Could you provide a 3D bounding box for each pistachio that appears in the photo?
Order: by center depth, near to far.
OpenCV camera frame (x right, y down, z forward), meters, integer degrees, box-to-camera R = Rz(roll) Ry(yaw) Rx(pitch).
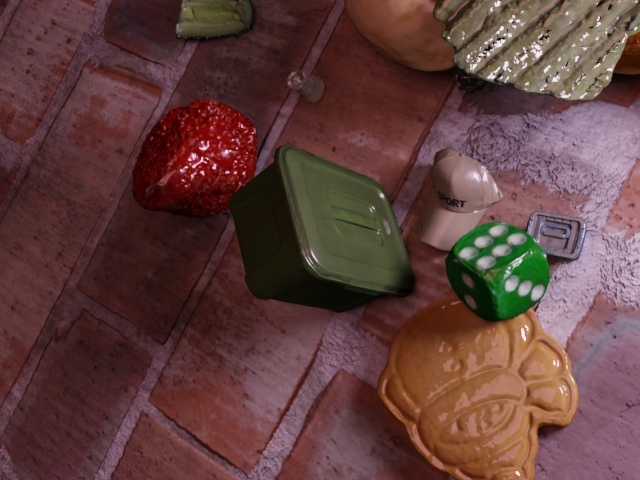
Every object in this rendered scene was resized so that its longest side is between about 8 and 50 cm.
[{"bbox_3d":[0.185,-0.445,1.582,0.321,0.229,0.237,33,126,39],"label":"pistachio"}]

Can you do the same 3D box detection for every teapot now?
[{"bbox_3d":[-0.037,-0.322,1.740,0.067,0.083,0.057,16,89,28],"label":"teapot"}]

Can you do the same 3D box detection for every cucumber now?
[{"bbox_3d":[-0.242,-0.519,1.907,0.193,0.086,0.115,7,124,28],"label":"cucumber"}]

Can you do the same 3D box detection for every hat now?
[{"bbox_3d":[0.234,-0.069,1.525,0.147,0.085,0.175,26,88,30],"label":"hat"}]

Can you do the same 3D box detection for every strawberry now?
[{"bbox_3d":[-0.270,-0.168,1.733,0.261,0.258,0.260,-7,78,34],"label":"strawberry"}]

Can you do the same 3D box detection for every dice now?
[{"bbox_3d":[0.295,0.050,1.410,0.128,0.120,0.131,-32,39,-16],"label":"dice"}]

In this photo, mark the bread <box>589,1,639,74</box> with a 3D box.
[{"bbox_3d":[0.550,-0.453,1.428,0.195,0.149,0.343,2,81,35],"label":"bread"}]

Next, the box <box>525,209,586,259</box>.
[{"bbox_3d":[0.402,-0.005,1.436,0.099,0.054,0.074,13,84,30],"label":"box"}]

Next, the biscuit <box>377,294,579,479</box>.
[{"bbox_3d":[0.269,0.251,1.437,0.312,0.057,0.351,-43,61,13],"label":"biscuit"}]

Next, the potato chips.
[{"bbox_3d":[0.349,-0.429,1.337,0.373,0.097,0.389,25,106,16],"label":"potato chips"}]

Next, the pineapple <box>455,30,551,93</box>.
[{"bbox_3d":[0.355,-0.347,1.526,0.251,0.125,0.125,-30,64,24],"label":"pineapple"}]

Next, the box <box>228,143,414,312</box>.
[{"bbox_3d":[0.000,0.000,1.506,0.178,0.329,0.252,-31,62,31],"label":"box"}]
